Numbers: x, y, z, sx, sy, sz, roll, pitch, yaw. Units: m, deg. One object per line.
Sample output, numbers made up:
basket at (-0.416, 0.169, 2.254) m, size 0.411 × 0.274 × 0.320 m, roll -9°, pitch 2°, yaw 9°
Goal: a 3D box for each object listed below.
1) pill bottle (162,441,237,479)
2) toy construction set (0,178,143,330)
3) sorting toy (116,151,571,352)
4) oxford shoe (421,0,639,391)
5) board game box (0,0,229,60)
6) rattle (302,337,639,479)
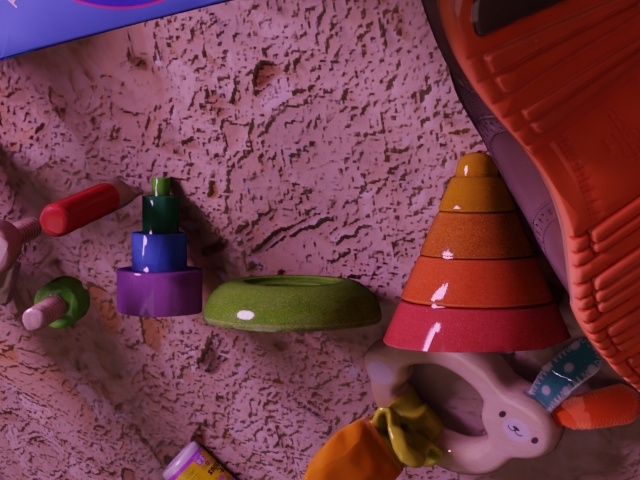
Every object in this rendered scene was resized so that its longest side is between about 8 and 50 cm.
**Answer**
pill bottle at (-0.098, 0.222, 1.175) m, size 0.083 × 0.043 × 0.043 m, roll 44°, pitch 136°, yaw -3°
toy construction set at (-0.285, -0.010, 1.039) m, size 0.309 × 0.237 × 0.257 m, roll -4°, pitch 101°, yaw 16°
sorting toy at (0.000, 0.000, 0.918) m, size 0.366 × 0.127 × 0.126 m, roll 4°, pitch 96°, yaw 36°
oxford shoe at (0.162, -0.052, 0.752) m, size 0.130 × 0.132 × 0.363 m, roll -31°, pitch 123°, yaw 0°
board game box at (-0.128, -0.264, 0.570) m, size 0.233 × 0.078 × 0.347 m, roll -5°, pitch 121°, yaw 37°
rattle at (0.099, 0.134, 0.909) m, size 0.200 × 0.143 × 0.130 m, roll 7°, pitch 108°, yaw 38°
